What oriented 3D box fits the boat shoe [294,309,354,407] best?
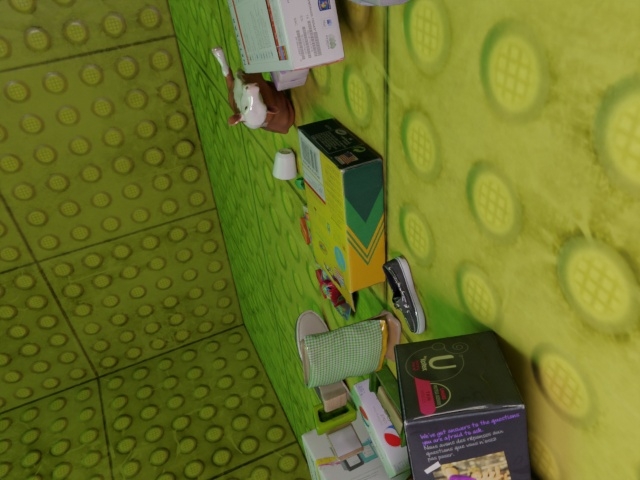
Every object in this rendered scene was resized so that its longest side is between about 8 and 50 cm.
[{"bbox_3d":[-0.003,0.365,1.608,0.335,0.112,0.095,69,160,-3],"label":"boat shoe"}]

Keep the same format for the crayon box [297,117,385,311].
[{"bbox_3d":[0.043,-0.047,1.044,0.202,0.081,0.318,-128,25,-49],"label":"crayon box"}]

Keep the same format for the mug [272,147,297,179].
[{"bbox_3d":[-0.093,-0.198,1.368,0.078,0.062,0.064,46,143,43],"label":"mug"}]

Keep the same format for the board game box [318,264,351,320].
[{"bbox_3d":[0.024,0.122,1.304,0.133,0.033,0.168,56,159,27],"label":"board game box"}]

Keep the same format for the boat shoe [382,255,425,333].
[{"bbox_3d":[0.143,0.098,0.948,0.049,0.040,0.142,179,74,-73],"label":"boat shoe"}]

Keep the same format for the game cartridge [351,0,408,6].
[{"bbox_3d":[0.013,-0.454,0.731,0.355,0.068,0.230,-129,21,-51],"label":"game cartridge"}]

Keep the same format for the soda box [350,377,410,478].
[{"bbox_3d":[0.146,0.426,1.257,0.074,0.069,0.216,100,148,-59],"label":"soda box"}]

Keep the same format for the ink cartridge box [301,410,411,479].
[{"bbox_3d":[0.101,0.607,1.372,0.270,0.197,0.198,-138,33,-60],"label":"ink cartridge box"}]

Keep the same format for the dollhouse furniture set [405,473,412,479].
[{"bbox_3d":[0.270,0.576,0.948,0.374,0.152,0.201,47,156,18],"label":"dollhouse furniture set"}]

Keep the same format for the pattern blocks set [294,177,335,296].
[{"bbox_3d":[0.000,0.000,1.340,0.285,0.026,0.324,-179,72,-73],"label":"pattern blocks set"}]

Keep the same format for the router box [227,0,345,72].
[{"bbox_3d":[-0.086,-0.434,0.831,0.301,0.082,0.335,-142,37,-63],"label":"router box"}]

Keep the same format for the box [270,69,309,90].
[{"bbox_3d":[-0.113,-0.463,1.122,0.063,0.067,0.323,123,128,-69],"label":"box"}]

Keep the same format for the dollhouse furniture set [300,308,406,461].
[{"bbox_3d":[0.084,0.305,1.090,0.301,0.198,0.151,86,160,-44],"label":"dollhouse furniture set"}]

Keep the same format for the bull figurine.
[{"bbox_3d":[-0.135,-0.308,1.146,0.310,0.101,0.188,-8,-101,-80],"label":"bull figurine"}]

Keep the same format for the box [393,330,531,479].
[{"bbox_3d":[0.189,0.283,0.730,0.165,0.143,0.270,-84,-17,-68],"label":"box"}]
